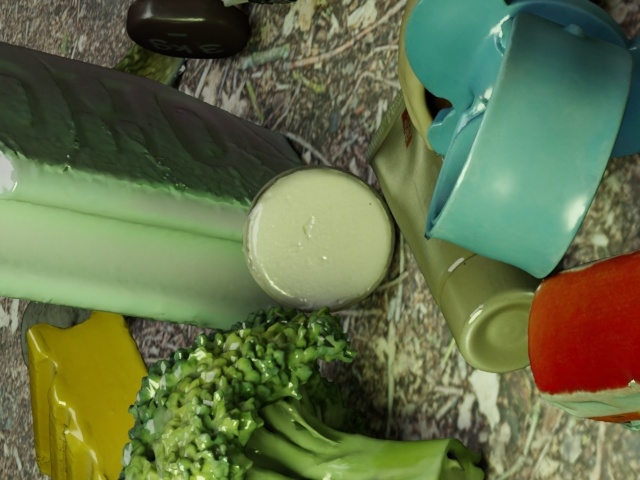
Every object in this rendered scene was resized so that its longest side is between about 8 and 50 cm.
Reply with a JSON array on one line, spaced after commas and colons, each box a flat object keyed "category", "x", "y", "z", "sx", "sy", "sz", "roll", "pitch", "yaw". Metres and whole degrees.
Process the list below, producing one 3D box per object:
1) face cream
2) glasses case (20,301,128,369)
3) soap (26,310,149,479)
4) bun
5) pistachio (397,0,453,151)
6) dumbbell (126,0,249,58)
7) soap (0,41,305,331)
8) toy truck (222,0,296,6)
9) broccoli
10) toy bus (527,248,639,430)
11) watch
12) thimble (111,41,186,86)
[{"category": "face cream", "x": 0.107, "y": -0.031, "z": 1.232, "sx": 0.137, "sy": 0.084, "sz": 0.341, "roll": -62, "pitch": 28, "yaw": 29}, {"category": "glasses case", "x": -0.281, "y": 0.068, "z": 1.820, "sx": 0.299, "sy": 0.060, "sz": 0.114, "roll": -36, "pitch": 51, "yaw": 48}, {"category": "soap", "x": -0.216, "y": 0.223, "z": 1.494, "sx": 0.204, "sy": 0.096, "sz": 0.324, "roll": 63, "pitch": 159, "yaw": 22}, {"category": "bun", "x": 0.000, "y": 0.000, "z": 1.355, "sx": 0.094, "sy": 0.138, "sz": 0.138, "roll": 33, "pitch": -113, "yaw": -85}, {"category": "pistachio", "x": 0.138, "y": -0.180, "z": 1.171, "sx": 0.153, "sy": 0.137, "sz": 0.238, "roll": 21, "pitch": -95, "yaw": -80}, {"category": "dumbbell", "x": -0.140, "y": -0.322, "z": 1.653, "sx": 0.124, "sy": 0.140, "sz": 0.225, "roll": 70, "pitch": -155, "yaw": -77}, {"category": "soap", "x": -0.232, "y": -0.058, "z": 1.419, "sx": 0.156, "sy": 0.446, "sz": 0.261, "roll": -63, "pitch": 35, "yaw": 25}, {"category": "toy truck", "x": -0.012, "y": -0.313, "z": 1.475, "sx": 0.286, "sy": 0.111, "sz": 0.136, "roll": -9, "pitch": 88, "yaw": 59}, {"category": "broccoli", "x": -0.044, "y": 0.225, "z": 1.216, "sx": 0.302, "sy": 0.249, "sz": 0.375, "roll": -29, "pitch": 51, "yaw": 54}, {"category": "toy bus", "x": 0.239, "y": 0.054, "z": 0.941, "sx": 0.265, "sy": 0.120, "sz": 0.121, "roll": -19, "pitch": 67, "yaw": 56}, {"category": "watch", "x": 0.142, "y": -0.068, "z": 1.025, "sx": 0.211, "sy": 0.211, "sz": 0.193, "roll": -45, "pitch": 18, "yaw": 42}, {"category": "thimble", "x": -0.297, "y": -0.278, "z": 1.771, "sx": 0.150, "sy": 0.271, "sz": 0.271, "roll": 37, "pitch": 111, "yaw": 58}]
